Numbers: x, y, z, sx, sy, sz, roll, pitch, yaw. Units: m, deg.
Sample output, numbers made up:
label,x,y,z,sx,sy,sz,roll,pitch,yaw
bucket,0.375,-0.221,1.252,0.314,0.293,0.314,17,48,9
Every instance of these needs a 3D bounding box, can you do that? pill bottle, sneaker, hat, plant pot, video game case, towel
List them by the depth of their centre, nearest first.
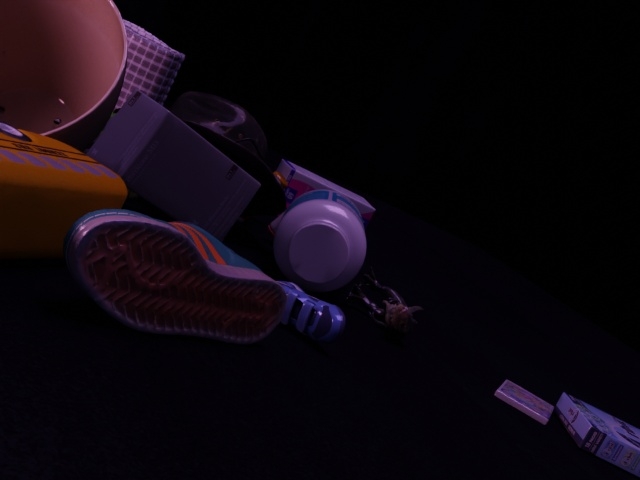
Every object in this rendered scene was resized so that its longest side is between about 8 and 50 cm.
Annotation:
label,x,y,z,sx,sy,sz,roll,pitch,yaw
sneaker,-0.164,0.030,0.976,0.121,0.108,0.302,33,2,36
plant pot,-0.387,-0.191,1.195,0.284,0.284,0.191,28,-29,7
sneaker,-0.028,0.091,1.200,0.059,0.053,0.144,20,3,-45
sneaker,-0.415,-0.238,1.375,0.221,0.087,0.128,10,14,10
video game case,0.318,0.250,1.456,0.087,0.011,0.122,30,9,16
pill bottle,0.000,0.000,1.509,0.146,0.146,0.264,27,8,-2
hat,-0.189,-0.171,1.615,0.331,0.133,0.331,21,-21,8
towel,-0.436,-0.320,1.799,0.284,0.235,0.121,27,14,-4

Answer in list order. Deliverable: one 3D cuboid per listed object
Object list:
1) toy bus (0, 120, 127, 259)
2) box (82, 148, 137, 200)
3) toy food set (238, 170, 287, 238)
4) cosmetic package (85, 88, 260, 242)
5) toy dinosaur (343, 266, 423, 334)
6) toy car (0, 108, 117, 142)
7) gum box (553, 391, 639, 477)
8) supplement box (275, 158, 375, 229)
label,x,y,z,sx,sy,sz,roll,pitch,yaw
toy bus,-0.331,-0.050,0.898,0.130,0.108,0.333,31,8,15
box,-0.359,-0.104,1.385,0.114,0.036,0.207,30,9,16
toy food set,-0.093,-0.042,1.764,0.111,0.104,0.232,38,16,-47
cosmetic package,-0.213,-0.104,1.389,0.107,0.127,0.238,35,-1,37
toy dinosaur,0.108,0.104,1.534,0.118,0.064,0.268,35,7,6
toy car,-0.416,-0.179,1.431,0.225,0.053,0.239,5,13,-9
gum box,0.463,0.311,1.436,0.184,0.041,0.157,26,9,-4
supplement box,-0.005,-0.081,2.110,0.220,0.111,0.114,24,9,-20
